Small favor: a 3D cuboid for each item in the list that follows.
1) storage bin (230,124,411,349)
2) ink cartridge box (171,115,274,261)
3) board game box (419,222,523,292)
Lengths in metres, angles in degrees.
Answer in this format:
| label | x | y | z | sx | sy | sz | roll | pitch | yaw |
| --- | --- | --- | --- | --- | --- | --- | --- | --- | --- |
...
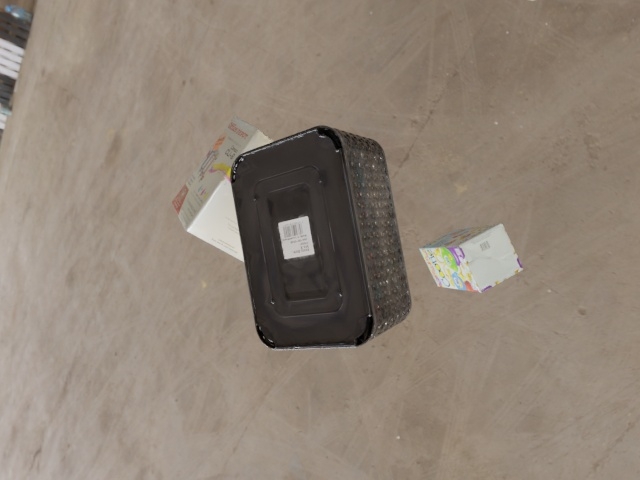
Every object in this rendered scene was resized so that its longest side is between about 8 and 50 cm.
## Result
| label | x | y | z | sx | sy | sz | roll | pitch | yaw |
| --- | --- | --- | --- | --- | --- | --- | --- | --- | --- |
| storage bin | 0.000 | 0.000 | 0.406 | 0.122 | 0.084 | 0.180 | -11 | 89 | 33 |
| ink cartridge box | -0.117 | -0.079 | 0.682 | 0.176 | 0.127 | 0.128 | -53 | 35 | 3 |
| board game box | 0.428 | 0.052 | 1.300 | 0.142 | 0.144 | 0.275 | 64 | 171 | -2 |
